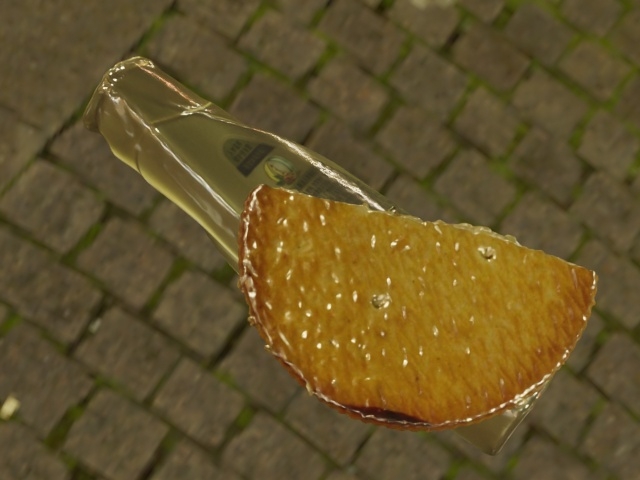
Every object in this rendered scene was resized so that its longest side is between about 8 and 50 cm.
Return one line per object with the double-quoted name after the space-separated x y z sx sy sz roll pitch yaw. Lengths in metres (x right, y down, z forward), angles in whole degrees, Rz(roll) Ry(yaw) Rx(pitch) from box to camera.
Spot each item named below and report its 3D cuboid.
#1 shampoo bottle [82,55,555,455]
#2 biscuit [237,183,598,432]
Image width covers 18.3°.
0.000 0.000 1.303 0.350 0.084 0.125 35 35 5 "shampoo bottle"
0.046 0.044 1.116 0.206 0.025 0.126 14 80 2 "biscuit"
